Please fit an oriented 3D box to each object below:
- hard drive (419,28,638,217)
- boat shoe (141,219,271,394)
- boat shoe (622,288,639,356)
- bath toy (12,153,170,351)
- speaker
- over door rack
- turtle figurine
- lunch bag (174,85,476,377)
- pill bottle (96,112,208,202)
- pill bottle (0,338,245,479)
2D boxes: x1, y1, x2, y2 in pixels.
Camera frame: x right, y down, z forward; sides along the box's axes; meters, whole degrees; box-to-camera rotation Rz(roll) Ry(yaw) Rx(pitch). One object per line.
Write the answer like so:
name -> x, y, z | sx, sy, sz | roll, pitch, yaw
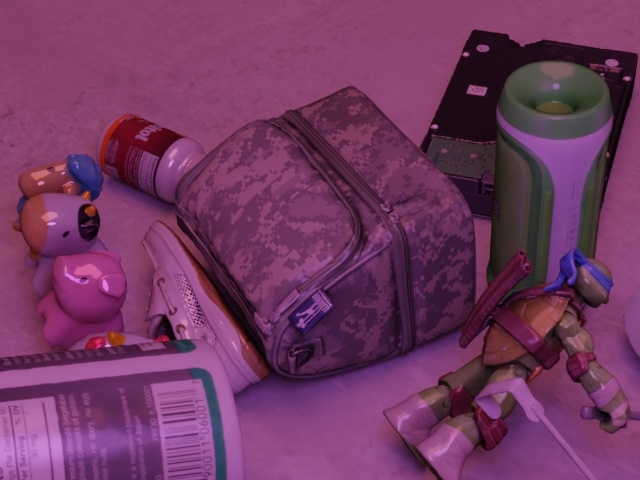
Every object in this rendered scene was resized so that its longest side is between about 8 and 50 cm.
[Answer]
hard drive -> 0.271, -0.148, 1.933 | 0.236, 0.064, 0.339 | 10, 41, 14
boat shoe -> -0.155, 0.079, 1.656 | 0.096, 0.098, 0.277 | -37, 42, 0
boat shoe -> 0.409, 0.136, 1.588 | 0.078, 0.070, 0.219 | -47, 52, 9
bath toy -> -0.255, 0.052, 1.636 | 0.129, 0.151, 0.348 | -32, 45, 6
speaker -> 0.248, -0.044, 1.627 | 0.131, 0.297, 0.131 | -1, 40, 1
over door rack -> 0.219, 0.291, 1.292 | 0.324, 0.108, 0.239 | 44, 52, 6
turtle figurine -> 0.219, 0.161, 1.513 | 0.266, 0.275, 0.198 | -38, 58, -5
lunch bag -> 0.000, 0.000, 1.659 | 0.256, 0.213, 0.305 | -24, 46, -16
pill bottle -> -0.201, -0.099, 1.874 | 0.152, 0.086, 0.086 | 23, 46, 26
pill bottle -> -0.268, 0.206, 1.379 | 0.361, 0.204, 0.204 | -4, 39, -20
